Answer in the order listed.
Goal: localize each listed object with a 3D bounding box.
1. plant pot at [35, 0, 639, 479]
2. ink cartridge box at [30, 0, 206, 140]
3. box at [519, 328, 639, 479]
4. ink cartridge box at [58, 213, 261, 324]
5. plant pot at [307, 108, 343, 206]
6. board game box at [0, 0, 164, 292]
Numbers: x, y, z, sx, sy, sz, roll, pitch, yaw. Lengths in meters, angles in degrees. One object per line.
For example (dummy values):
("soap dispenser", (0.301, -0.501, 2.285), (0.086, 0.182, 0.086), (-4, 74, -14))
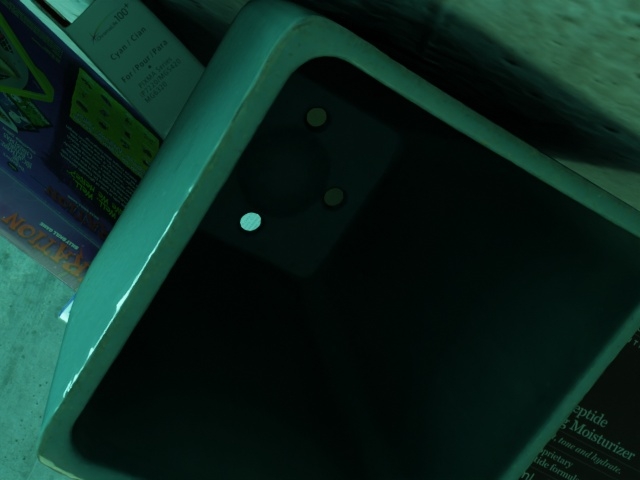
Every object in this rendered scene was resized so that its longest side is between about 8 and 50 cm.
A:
("plant pot", (0.000, 0.000, 0.551), (0.247, 0.247, 0.252), (26, -163, -25))
("ink cartridge box", (-0.159, -0.162, 0.821), (0.261, 0.066, 0.296), (45, -179, 4))
("box", (0.232, 0.124, 0.844), (0.168, 0.203, 0.167), (28, -170, -9))
("ink cartridge box", (-0.056, 0.032, 0.930), (0.330, 0.324, 0.071), (26, 160, 39))
("plant pot", (0.009, -0.063, 0.769), (0.096, 0.109, 0.109), (38, -177, 15))
("board game box", (-0.234, -0.110, 0.625), (0.347, 0.056, 0.208), (45, -163, -32))
